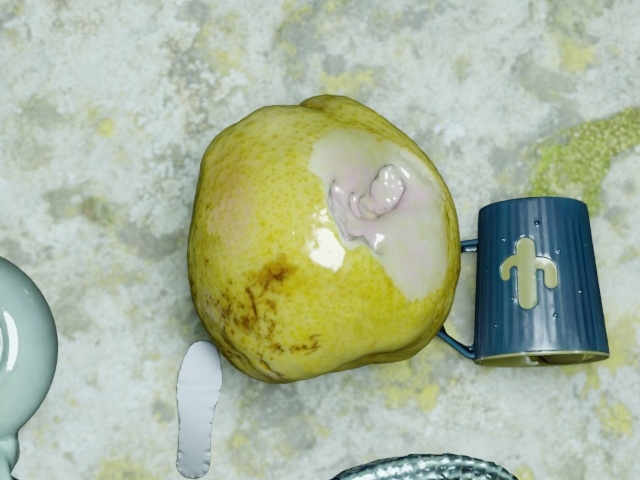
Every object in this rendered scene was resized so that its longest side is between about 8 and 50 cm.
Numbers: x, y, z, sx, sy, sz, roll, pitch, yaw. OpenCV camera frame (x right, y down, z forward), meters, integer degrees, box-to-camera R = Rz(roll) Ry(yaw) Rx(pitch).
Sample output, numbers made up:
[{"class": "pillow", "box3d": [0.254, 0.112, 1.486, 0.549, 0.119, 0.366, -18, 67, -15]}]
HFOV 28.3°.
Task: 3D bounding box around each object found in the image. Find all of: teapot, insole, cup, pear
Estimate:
[{"class": "teapot", "box3d": [-0.338, 0.098, 1.155, 0.193, 0.129, 0.294, -23, 87, -11]}, {"class": "insole", "box3d": [-0.120, 0.165, 1.244, 0.045, 0.002, 0.135, 4, 83, -7]}, {"class": "cup", "box3d": [0.193, 0.044, 1.254, 0.176, 0.131, 0.155, -3, 79, 16]}, {"class": "pear", "box3d": [0.000, 0.000, 1.158, 0.271, 0.271, 0.271, 1, 83, -8]}]

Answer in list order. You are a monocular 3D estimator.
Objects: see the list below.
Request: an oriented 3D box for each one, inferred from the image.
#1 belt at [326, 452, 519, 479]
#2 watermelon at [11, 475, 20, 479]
[{"class": "belt", "box3d": [0.073, 0.303, 1.177, 0.295, 0.160, 0.207, -2, 84, -9]}, {"class": "watermelon", "box3d": [-0.343, 0.308, 1.133, 0.305, 0.180, 0.224, 48, 35, 3]}]
